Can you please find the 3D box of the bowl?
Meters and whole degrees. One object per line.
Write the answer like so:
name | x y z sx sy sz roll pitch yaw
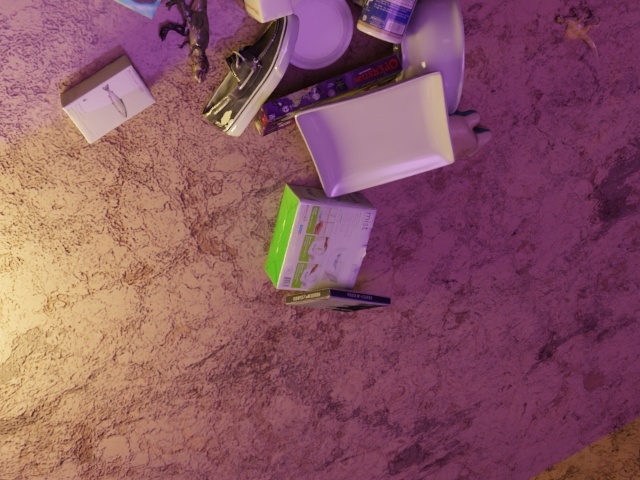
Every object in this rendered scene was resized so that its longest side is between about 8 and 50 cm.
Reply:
bowl | 0.252 -0.453 1.905 0.134 0.298 0.298 -4 118 -3

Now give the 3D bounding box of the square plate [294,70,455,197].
square plate | 0.141 -0.256 1.903 0.347 0.049 0.344 -15 147 6

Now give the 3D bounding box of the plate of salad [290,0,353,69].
plate of salad | -0.019 -0.513 1.892 0.199 0.048 0.200 -7 117 -13

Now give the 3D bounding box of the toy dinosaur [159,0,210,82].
toy dinosaur | -0.298 -0.500 1.788 0.118 0.064 0.268 -3 115 -28

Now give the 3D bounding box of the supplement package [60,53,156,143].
supplement package | -0.481 -0.321 1.777 0.179 0.105 0.105 -34 122 -3

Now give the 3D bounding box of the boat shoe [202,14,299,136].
boat shoe | -0.168 -0.393 1.836 0.119 0.121 0.335 21 117 -27

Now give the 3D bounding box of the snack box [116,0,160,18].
snack box | -0.465 -0.628 1.652 0.322 0.060 0.187 22 106 -29

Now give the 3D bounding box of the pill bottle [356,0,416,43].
pill bottle | 0.163 -0.552 1.776 0.112 0.112 0.187 11 111 -26

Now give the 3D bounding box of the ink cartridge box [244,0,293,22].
ink cartridge box | -0.132 -0.600 1.750 0.082 0.139 0.191 -20 122 -13

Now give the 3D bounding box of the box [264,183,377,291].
box | 0.000 0.000 2.120 0.231 0.127 0.262 4 114 -24

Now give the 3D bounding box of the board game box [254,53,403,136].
board game box | 0.014 -0.348 1.904 0.346 0.208 0.056 -23 95 -9

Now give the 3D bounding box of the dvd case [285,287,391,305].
dvd case | 0.050 0.168 2.180 0.238 0.179 0.030 13 71 -42

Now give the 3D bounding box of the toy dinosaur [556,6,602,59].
toy dinosaur | 0.722 -0.584 2.156 0.183 0.053 0.092 31 117 -24

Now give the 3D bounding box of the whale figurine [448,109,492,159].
whale figurine | 0.341 -0.290 2.115 0.272 0.141 0.216 -3 148 -42

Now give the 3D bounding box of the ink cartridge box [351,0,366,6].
ink cartridge box | 0.178 -0.612 1.884 0.209 0.109 0.062 -12 120 -16
